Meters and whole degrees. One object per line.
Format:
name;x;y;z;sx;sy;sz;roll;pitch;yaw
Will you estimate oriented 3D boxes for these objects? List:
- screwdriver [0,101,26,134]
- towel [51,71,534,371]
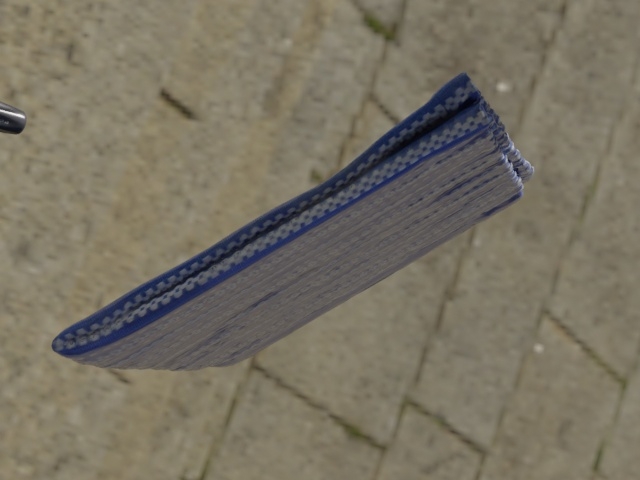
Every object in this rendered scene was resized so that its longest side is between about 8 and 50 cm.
screwdriver;-0.290;-0.104;1.409;0.170;0.024;0.025;13;135;-30
towel;0.000;0.000;1.081;0.243;0.040;0.336;-31;171;6
